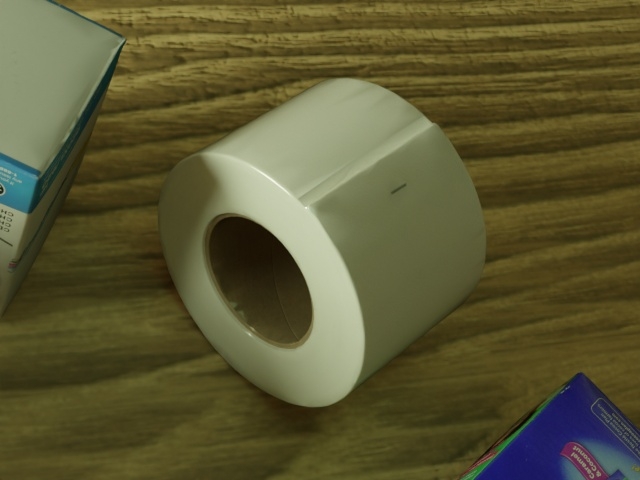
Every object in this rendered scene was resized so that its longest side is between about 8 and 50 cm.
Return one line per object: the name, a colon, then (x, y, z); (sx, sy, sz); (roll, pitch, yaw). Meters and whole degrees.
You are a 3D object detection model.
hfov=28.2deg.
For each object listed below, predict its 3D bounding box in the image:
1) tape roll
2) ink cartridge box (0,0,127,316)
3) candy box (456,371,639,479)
tape roll: (0.000, 0.000, 1.117); (0.246, 0.246, 0.169); (47, 52, 12)
ink cartridge box: (-0.292, -0.081, 1.053); (0.171, 0.232, 0.168); (25, 53, -6)
candy box: (0.202, 0.309, 1.071); (0.268, 0.122, 0.317); (47, 51, 10)
